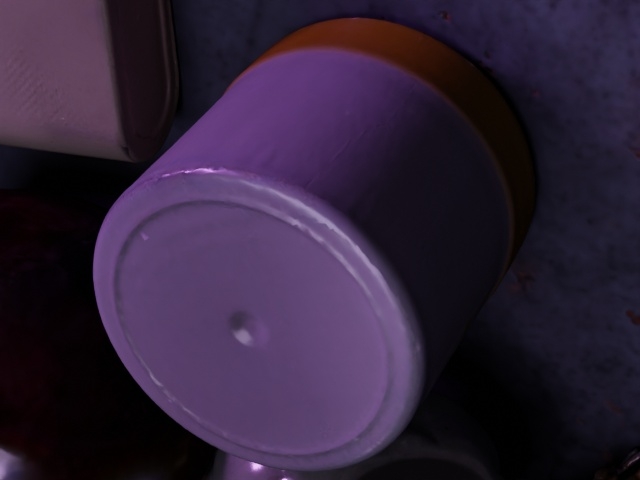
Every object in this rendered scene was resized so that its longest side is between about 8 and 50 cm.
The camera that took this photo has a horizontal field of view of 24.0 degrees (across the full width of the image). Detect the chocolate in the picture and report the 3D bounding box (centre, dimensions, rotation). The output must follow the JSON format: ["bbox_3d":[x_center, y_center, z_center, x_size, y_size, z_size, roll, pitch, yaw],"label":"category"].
[{"bbox_3d":[-0.228,0.143,1.181,0.384,0.383,0.331,43,124,-4],"label":"chocolate"}]

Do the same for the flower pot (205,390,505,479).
[{"bbox_3d":[0.026,0.212,1.151,0.246,0.246,0.195,62,162,-19],"label":"flower pot"}]

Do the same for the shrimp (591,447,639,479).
[{"bbox_3d":[0.221,0.228,1.138,0.145,0.116,0.343,17,129,-12],"label":"shrimp"}]

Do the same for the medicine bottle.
[{"bbox_3d":[0.000,0.000,1.024,0.238,0.232,0.237,15,128,20],"label":"medicine bottle"}]

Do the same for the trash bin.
[{"bbox_3d":[-0.241,-0.179,1.113,0.247,0.121,0.243,9,125,19],"label":"trash bin"}]
